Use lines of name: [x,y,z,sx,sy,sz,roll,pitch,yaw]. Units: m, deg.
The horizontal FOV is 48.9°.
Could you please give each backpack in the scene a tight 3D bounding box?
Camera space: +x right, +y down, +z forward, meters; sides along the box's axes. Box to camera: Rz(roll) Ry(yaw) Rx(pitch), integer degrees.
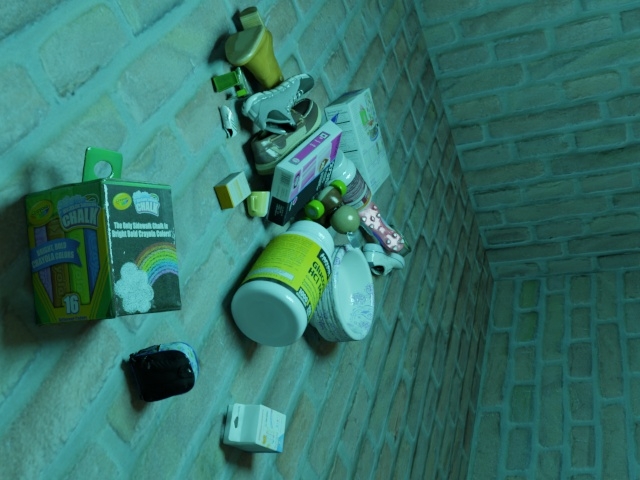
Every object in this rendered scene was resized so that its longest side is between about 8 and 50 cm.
backpack: [-0.295,0.248,1.367,0.084,0.114,0.105,-73,150,-78]

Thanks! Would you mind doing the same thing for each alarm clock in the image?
alarm clock: [0.284,0.012,2.660,0.129,0.064,0.192,48,14,-12]

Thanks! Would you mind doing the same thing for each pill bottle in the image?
pill bottle: [0.072,-0.189,2.253,0.221,0.121,0.121,52,39,-48]
pill bottle: [-0.079,0.095,1.777,0.188,0.188,0.334,69,29,-28]

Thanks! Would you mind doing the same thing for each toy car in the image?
toy car: [0.056,-0.053,2.014,0.155,0.188,0.149,-44,169,-42]

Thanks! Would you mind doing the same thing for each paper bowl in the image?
paper bowl: [0.041,0.156,2.064,0.284,0.148,0.284,25,62,-61]

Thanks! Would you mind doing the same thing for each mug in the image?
mug: [-0.166,-0.093,1.805,0.078,0.062,0.064,-4,96,-48]

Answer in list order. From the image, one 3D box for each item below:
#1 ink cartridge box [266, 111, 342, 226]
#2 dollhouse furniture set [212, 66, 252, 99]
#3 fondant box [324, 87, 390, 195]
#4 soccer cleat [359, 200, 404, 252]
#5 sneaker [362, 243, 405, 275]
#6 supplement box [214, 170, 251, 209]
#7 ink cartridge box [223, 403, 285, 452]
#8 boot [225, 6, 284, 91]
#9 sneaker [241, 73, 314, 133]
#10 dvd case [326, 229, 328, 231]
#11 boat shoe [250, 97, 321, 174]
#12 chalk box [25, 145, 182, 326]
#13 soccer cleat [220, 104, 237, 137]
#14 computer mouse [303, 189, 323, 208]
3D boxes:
ink cartridge box: [-0.025,-0.203,1.940,0.371,0.069,0.175,-52,162,-48]
dollhouse furniture set: [-0.224,-0.398,1.796,0.151,0.059,0.076,-68,139,-78]
fondant box: [0.136,-0.341,2.460,0.238,0.096,0.330,-49,128,-58]
soccer cleat: [0.197,-0.053,2.484,0.248,0.083,0.095,47,-12,-2]
sneaker: [0.224,0.084,2.559,0.258,0.094,0.091,24,72,-52]
supplement box: [-0.215,-0.123,1.726,0.098,0.036,0.062,-50,128,-57]
ink cartridge box: [-0.156,0.437,1.640,0.143,0.090,0.092,44,46,-54]
boot: [-0.155,-0.458,1.828,0.295,0.104,0.211,-88,160,-50]
sneaker: [-0.083,-0.344,1.848,0.229,0.132,0.086,-31,161,-25]
dvd case: [0.013,0.031,2.197,0.087,0.013,0.119,68,30,-29]
boat shoe: [-0.100,-0.317,1.931,0.342,0.123,0.123,-58,133,-43]
chalk box: [-0.371,-0.011,1.204,0.180,0.179,0.288,2,81,-64]
soccer cleat: [-0.230,-0.295,1.751,0.035,0.029,0.083,-67,146,-54]
computer mouse: [-0.035,-0.125,2.106,0.193,0.042,0.106,33,59,-66]
